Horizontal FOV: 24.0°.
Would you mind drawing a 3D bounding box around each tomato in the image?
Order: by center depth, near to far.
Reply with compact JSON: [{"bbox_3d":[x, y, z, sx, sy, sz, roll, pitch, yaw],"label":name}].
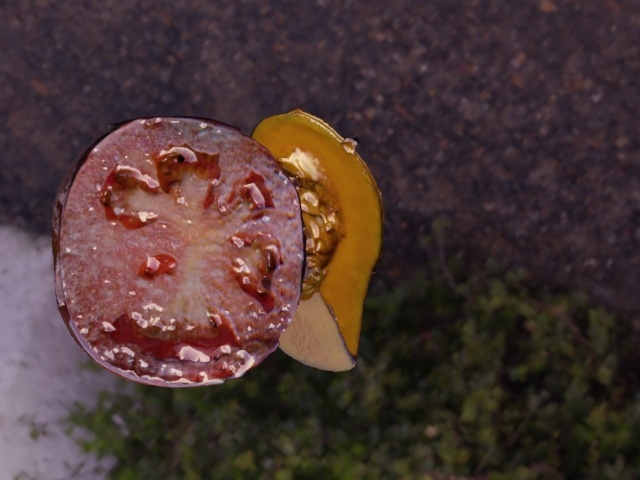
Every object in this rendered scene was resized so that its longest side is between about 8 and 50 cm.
[{"bbox_3d":[-0.121,0.007,1.206,0.225,0.225,0.085,49,160,-16],"label":"tomato"}]

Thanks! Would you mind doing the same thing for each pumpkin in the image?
[{"bbox_3d":[-0.001,0.004,1.611,0.111,0.163,0.278,-33,79,45],"label":"pumpkin"}]
